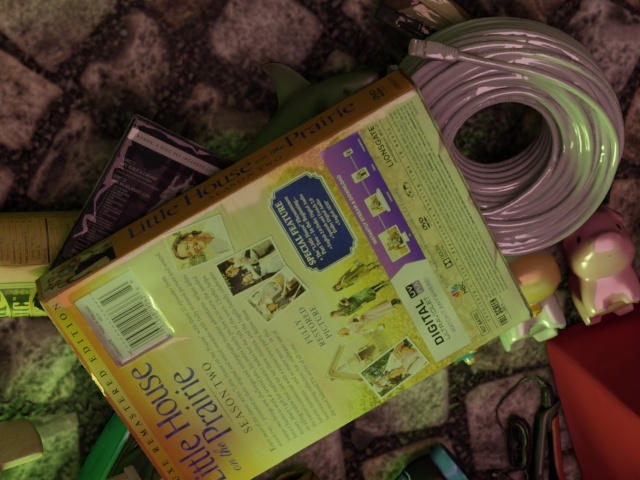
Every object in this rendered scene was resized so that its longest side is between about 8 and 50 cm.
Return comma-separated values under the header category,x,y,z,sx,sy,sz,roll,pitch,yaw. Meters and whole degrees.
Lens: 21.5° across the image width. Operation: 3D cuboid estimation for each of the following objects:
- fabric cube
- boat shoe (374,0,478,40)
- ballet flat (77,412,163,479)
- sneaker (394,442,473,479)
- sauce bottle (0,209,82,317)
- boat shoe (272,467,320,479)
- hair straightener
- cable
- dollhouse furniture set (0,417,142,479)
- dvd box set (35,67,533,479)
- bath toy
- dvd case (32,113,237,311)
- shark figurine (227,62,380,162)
category,x,y,z,sx,sy,sz,roll,pitch,yaw
fabric cube,0.444,0.211,1.890,0.259,0.258,0.254,-22,111,-11
boat shoe,0.154,-0.200,1.791,0.223,0.080,0.073,36,101,-16
ballet flat,-0.174,0.179,1.826,0.096,0.095,0.280,16,113,-29
sneaker,0.170,0.344,1.971,0.090,0.081,0.232,-37,106,3
sauce bottle,-0.362,0.026,1.713,0.344,0.111,0.111,-2,108,-12
boat shoe,-0.124,0.359,1.888,0.307,0.111,0.104,-30,113,-15
hair straightener,0.247,0.267,1.978,0.089,0.047,0.230,-8,109,-12
cable,0.183,-0.107,1.751,0.257,0.089,0.257,1,122,-6
dollhouse furniture set,-0.285,0.382,1.816,0.198,0.286,0.303,-17,138,-22
dvd box set,-0.029,0.058,1.695,0.420,0.062,0.307,-31,119,0
bath toy,0.291,0.024,1.876,0.348,0.151,0.129,-16,74,-9
dvd case,-0.165,0.003,1.683,0.164,0.018,0.221,25,104,-23
shark figurine,-0.055,-0.122,1.767,0.278,0.166,0.116,-30,87,15
